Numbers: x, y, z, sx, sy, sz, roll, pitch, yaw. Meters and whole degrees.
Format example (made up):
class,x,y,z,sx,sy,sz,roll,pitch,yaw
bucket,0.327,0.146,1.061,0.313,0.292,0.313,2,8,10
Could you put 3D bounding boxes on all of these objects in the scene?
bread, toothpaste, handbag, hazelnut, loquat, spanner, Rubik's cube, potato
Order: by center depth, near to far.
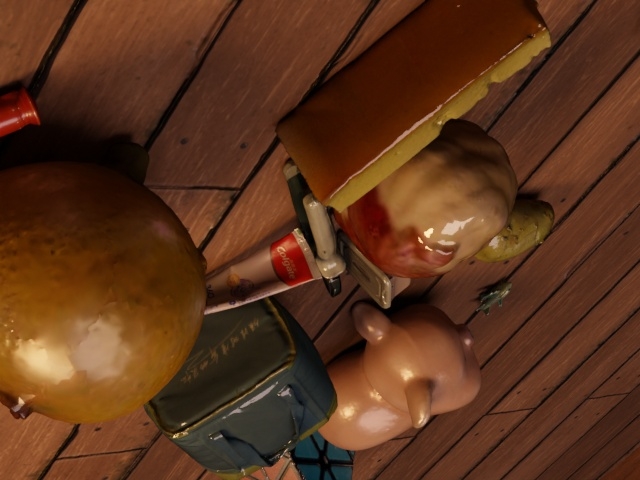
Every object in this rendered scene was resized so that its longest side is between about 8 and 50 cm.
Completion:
class,x,y,z,sx,sy,sz,roll,pitch,yaw
loquat,-0.280,0.041,1.426,0.328,0.328,0.359,75,33,-60
bread,0.119,-0.197,1.563,0.361,0.138,0.077,-38,151,14
hazelnut,0.149,-0.053,1.702,0.261,0.261,0.241,-30,115,-2
toothpaste,-0.149,0.075,1.788,0.301,0.075,0.048,-23,144,6
spanner,0.000,0.000,1.800,0.040,0.095,0.325,-28,150,-7
handbag,-0.130,0.214,1.892,0.263,0.222,0.241,-31,146,-2
potato,0.310,-0.022,2.066,0.188,0.085,0.105,-16,126,-30
Rubik's cube,-0.046,0.440,2.387,0.228,0.233,0.228,19,90,-8

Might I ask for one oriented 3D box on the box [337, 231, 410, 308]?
class,x,y,z,sx,sy,sz,roll,pitch,yaw
box,0.085,0.033,1.912,0.062,0.122,0.089,-34,152,-18

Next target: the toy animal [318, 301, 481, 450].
class,x,y,z,sx,sy,sz,roll,pitch,yaw
toy animal,0.124,0.244,2.197,0.326,0.237,0.269,-30,162,5

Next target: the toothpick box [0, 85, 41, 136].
class,x,y,z,sx,sy,sz,roll,pitch,yaw
toothpick box,-0.344,-0.131,1.338,0.083,0.047,0.047,-25,150,-12

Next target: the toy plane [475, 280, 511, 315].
class,x,y,z,sx,sy,sz,roll,pitch,yaw
toy plane,0.323,0.104,2.319,0.083,0.033,0.080,-48,146,16
